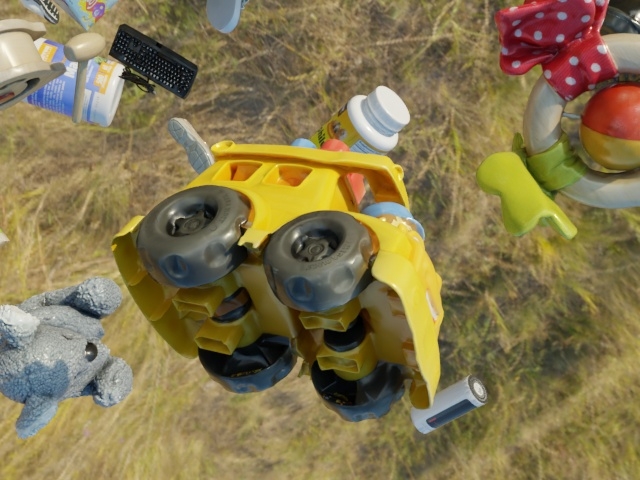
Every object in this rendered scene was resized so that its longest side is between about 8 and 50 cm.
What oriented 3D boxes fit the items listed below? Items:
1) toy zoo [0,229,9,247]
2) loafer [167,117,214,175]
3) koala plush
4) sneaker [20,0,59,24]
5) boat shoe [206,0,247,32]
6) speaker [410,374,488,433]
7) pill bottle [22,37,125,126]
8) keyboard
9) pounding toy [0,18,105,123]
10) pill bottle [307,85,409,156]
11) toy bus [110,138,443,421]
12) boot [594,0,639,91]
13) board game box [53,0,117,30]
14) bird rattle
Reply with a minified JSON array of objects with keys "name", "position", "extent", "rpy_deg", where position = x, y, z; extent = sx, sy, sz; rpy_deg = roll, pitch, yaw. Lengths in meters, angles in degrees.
[{"name":"toy zoo","position":[-0.568,-0.059,0.890],"extent":[0.192,0.030,0.293],"rpy_deg":[-38,94,-3]},{"name":"loafer","position":[-0.215,-0.163,1.217],"extent":[0.045,0.125,0.039],"rpy_deg":[-37,178,31]},{"name":"koala plush","position":[-0.377,0.163,0.953],"extent":[0.203,0.221,0.196],"rpy_deg":[-8,95,-8]},{"name":"sneaker","position":[-0.633,-0.526,1.565],"extent":[0.043,0.040,0.109],"rpy_deg":[-17,133,32]},{"name":"boat shoe","position":[-0.244,-0.662,1.884],"extent":[0.113,0.306,0.105],"rpy_deg":[-34,143,25]},{"name":"speaker","position":[0.224,0.289,1.229],"extent":[0.055,0.055,0.136],"rpy_deg":[22,132,-40]},{"name":"pill bottle","position":[-0.597,-0.369,1.591],"extent":[0.271,0.152,0.152],"rpy_deg":[17,125,-13]},{"name":"keyboard","position":[-0.327,-0.327,1.323],"extent":[0.100,0.192,0.038],"rpy_deg":[-65,164,22]},{"name":"pounding toy","position":[-0.445,-0.220,1.013],"extent":[0.269,0.154,0.155],"rpy_deg":[-19,102,30]},{"name":"pill bottle","position":[0.060,-0.184,1.284],"extent":[0.117,0.117,0.215],"rpy_deg":[18,137,-38]},{"name":"toy bus","position":[0.000,0.000,0.512],"extent":[0.220,0.211,0.150],"rpy_deg":[8,136,28]},{"name":"boot","position":[0.479,-0.317,0.971],"extent":[0.348,0.131,0.260],"rpy_deg":[22,95,-51]},{"name":"board game box","position":[-0.340,-0.498,1.101],"extent":[0.275,0.142,0.144],"rpy_deg":[-47,172,-6]},{"name":"bird rattle","position":[0.259,-0.124,0.670],"extent":[0.206,0.143,0.254],"rpy_deg":[13,106,14]}]
